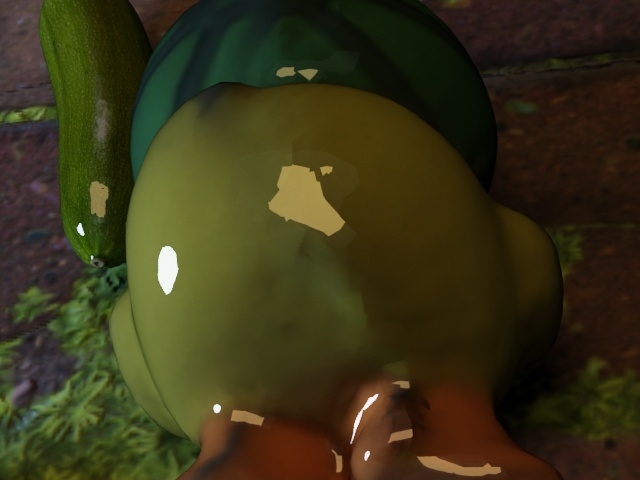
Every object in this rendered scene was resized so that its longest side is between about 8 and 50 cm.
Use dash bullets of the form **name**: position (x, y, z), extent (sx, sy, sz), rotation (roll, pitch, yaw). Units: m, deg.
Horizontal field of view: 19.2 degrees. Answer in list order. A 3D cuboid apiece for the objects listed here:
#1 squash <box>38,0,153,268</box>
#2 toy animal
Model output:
- **squash**: position (-0.125, -0.080, 1.103), extent (0.069, 0.069, 0.258), rotation (-17, 45, 3)
- **toy animal**: position (-0.001, -0.003, 0.896), extent (0.216, 0.191, 0.338), rotation (-13, 45, 9)
